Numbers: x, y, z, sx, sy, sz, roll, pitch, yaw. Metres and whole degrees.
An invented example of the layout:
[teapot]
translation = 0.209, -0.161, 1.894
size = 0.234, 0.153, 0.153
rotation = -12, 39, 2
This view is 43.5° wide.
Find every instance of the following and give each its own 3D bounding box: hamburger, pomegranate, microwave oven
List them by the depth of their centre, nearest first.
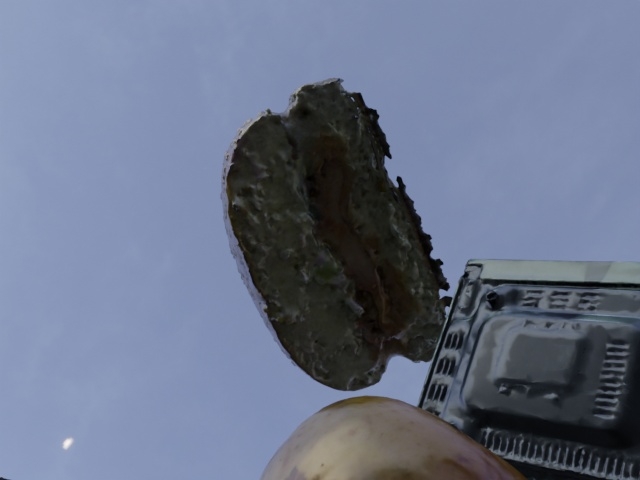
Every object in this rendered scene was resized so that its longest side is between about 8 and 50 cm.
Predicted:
[pomegranate]
translation = 0.043, 0.214, 0.518
size = 0.216, 0.215, 0.215
rotation = 4, -68, 11
[microwave oven]
translation = 0.303, 0.168, 0.835
size = 0.355, 0.286, 0.218
rotation = 0, -32, 44
[hamburger]
translation = 0.000, 0.000, 1.223
size = 0.268, 0.287, 0.445
rotation = -27, -79, -6

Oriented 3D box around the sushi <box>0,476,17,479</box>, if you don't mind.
[sushi]
translation = -0.335, 0.317, 0.573
size = 0.340, 0.320, 0.068
rotation = 1, -41, 24
